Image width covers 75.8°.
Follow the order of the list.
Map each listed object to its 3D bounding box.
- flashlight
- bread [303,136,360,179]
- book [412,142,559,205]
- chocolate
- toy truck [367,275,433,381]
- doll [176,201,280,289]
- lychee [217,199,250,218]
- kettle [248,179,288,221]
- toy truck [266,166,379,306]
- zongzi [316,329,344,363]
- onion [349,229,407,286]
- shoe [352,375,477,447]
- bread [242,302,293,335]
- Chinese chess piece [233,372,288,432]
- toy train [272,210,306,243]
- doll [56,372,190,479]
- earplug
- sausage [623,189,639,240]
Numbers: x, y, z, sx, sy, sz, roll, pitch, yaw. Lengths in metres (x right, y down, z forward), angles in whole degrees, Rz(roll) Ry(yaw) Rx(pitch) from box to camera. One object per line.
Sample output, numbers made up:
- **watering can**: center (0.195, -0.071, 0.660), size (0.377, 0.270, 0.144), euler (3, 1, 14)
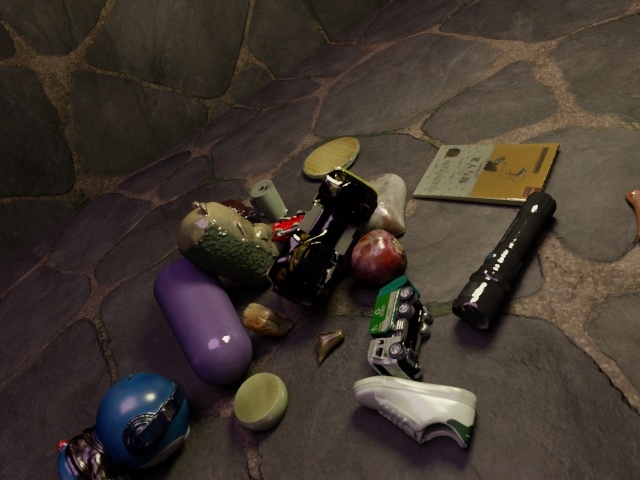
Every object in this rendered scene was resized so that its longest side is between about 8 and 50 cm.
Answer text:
- **flashlight**: center (0.468, 0.034, 1.022), size (0.103, 0.103, 0.424), euler (19, 59, 44)
- **bread**: center (0.049, -0.349, 1.755), size (0.267, 0.040, 0.267), euler (-19, 39, 16)
- **book**: center (0.519, -0.220, 1.318), size (0.389, 0.032, 0.269), euler (9, 54, 40)
- **chocolate**: center (0.190, -0.129, 1.386), size (0.185, 0.100, 0.303), euler (-15, 38, 24)
- **toy truck**: center (0.193, 0.209, 1.003), size (0.124, 0.114, 0.253), euler (-15, 39, 39)
- **doll**: center (-0.280, 0.011, 1.328), size (0.247, 0.349, 0.247), euler (-38, 30, 26)
- **lychee**: center (-0.348, -0.071, 1.610), size (0.188, 0.188, 0.188), euler (-18, 40, 16)
- **kettle**: center (-0.211, -0.147, 1.618), size (0.126, 0.148, 0.098), euler (-26, 41, 4)
- **toy truck**: center (0.000, 0.000, 1.219), size (0.405, 0.180, 0.254), euler (-59, 4, -10)
- **zongzi**: center (0.029, 0.280, 1.089), size (0.076, 0.040, 0.083), euler (-12, 53, 12)
- **onion**: center (0.148, 0.065, 1.163), size (0.195, 0.159, 0.159), euler (-39, 34, 23)
- **shoe**: center (0.185, 0.357, 0.856), size (0.265, 0.095, 0.110), euler (-5, 45, 25)
- **bread**: center (-0.156, 0.236, 1.194), size (0.106, 0.125, 0.082), euler (19, 80, 43)
- **Chinese chess piece**: center (-0.150, 0.409, 1.045), size (0.144, 0.058, 0.144), euler (-18, 38, 15)
- **toy train**: center (-0.070, -0.031, 1.427), size (0.204, 0.131, 0.083), euler (-14, 45, 37)
- **doll**: center (-0.472, 0.479, 1.031), size (0.310, 0.240, 0.284), euler (-38, 10, -18)
- **earplug**: center (-0.346, 0.248, 1.242), size (0.215, 0.215, 0.456), euler (-38, 43, -9)
- **sausage**: center (0.766, -0.061, 0.978), size (0.047, 0.040, 0.177), euler (-57, 9, 51)
